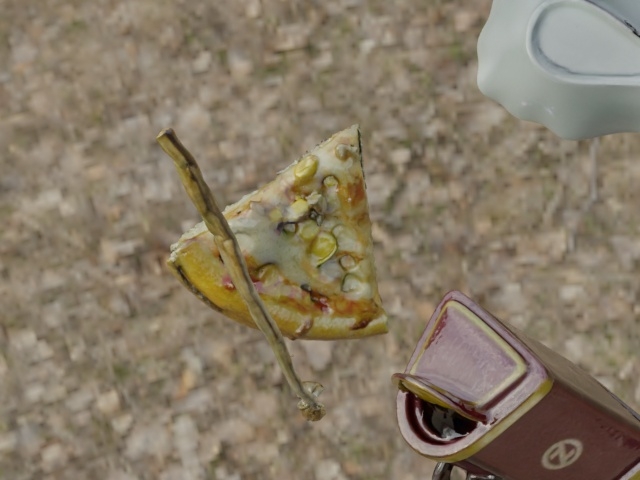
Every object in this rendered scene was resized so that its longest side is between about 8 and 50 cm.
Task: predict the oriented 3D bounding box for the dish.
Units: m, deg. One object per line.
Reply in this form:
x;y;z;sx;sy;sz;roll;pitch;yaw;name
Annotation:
0.136;-0.088;0.824;0.137;0.091;0.039;27;8;20;dish

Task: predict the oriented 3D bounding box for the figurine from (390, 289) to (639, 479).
0.085;0.093;0.855;0.098;0.154;0.082;-53;43;10;figurine

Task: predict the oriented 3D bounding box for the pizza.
0.000;0.000;1.290;0.176;0.185;0.036;-53;25;14;pizza

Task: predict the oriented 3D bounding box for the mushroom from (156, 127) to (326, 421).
-0.043;0.031;1.081;0.028;0.286;0.026;30;68;38;mushroom
